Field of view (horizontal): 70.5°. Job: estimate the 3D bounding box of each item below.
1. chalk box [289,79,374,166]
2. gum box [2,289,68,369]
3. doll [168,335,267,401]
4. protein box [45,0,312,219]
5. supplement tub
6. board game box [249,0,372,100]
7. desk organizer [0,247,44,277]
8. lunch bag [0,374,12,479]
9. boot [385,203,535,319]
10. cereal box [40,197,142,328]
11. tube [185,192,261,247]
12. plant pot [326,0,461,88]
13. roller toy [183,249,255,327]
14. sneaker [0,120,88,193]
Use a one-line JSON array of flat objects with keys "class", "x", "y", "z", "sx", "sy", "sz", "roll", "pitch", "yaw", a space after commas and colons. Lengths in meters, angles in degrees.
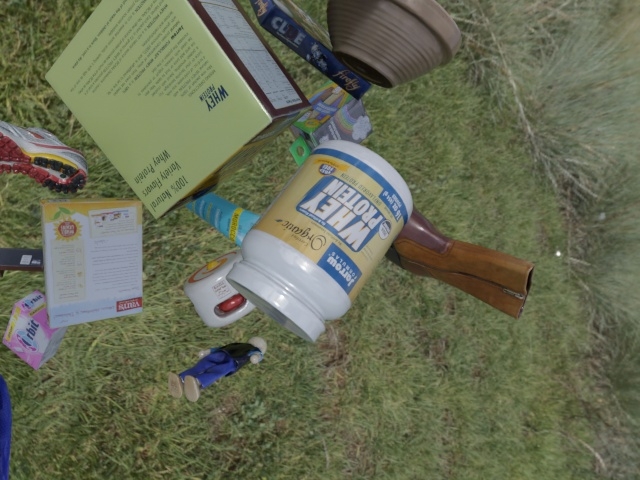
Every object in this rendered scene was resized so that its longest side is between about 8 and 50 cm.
[{"class": "chalk box", "x": 0.005, "y": -0.284, "z": 1.166, "sx": 0.213, "sy": 0.132, "sz": 0.132, "roll": -40, "pitch": 137, "yaw": -8}, {"class": "gum box", "x": -0.682, "y": 0.220, "z": 1.086, "sx": 0.107, "sy": 0.188, "sz": 0.062, "roll": 40, "pitch": 33, "yaw": -2}, {"class": "doll", "x": -0.158, "y": 0.199, "z": 0.748, "sx": 0.189, "sy": 0.129, "sz": 0.046, "roll": -17, "pitch": 102, "yaw": -54}, {"class": "protein box", "x": -0.159, "y": -0.174, "z": 0.534, "sx": 0.201, "sy": 0.199, "sz": 0.136, "roll": 54, "pitch": 26, "yaw": -7}, {"class": "supplement tub", "x": 0.000, "y": 0.000, "z": 0.524, "sx": 0.144, "sy": 0.144, "sz": 0.200, "roll": 44, "pitch": 71, "yaw": -26}, {"class": "board game box", "x": -0.021, "y": -0.378, "z": 0.844, "sx": 0.243, "sy": 0.042, "sz": 0.165, "roll": 23, "pitch": 34, "yaw": -40}, {"class": "desk organizer", "x": -0.661, "y": 0.049, "z": 0.972, "sx": 0.130, "sy": 0.050, "sz": 0.047, "roll": 3, "pitch": 52, "yaw": -17}, {"class": "lunch bag", "x": -0.375, "y": 0.081, "z": 0.236, "sx": 0.327, "sy": 0.239, "sz": 0.386, "roll": -8, "pitch": 91, "yaw": -21}, {"class": "boot", "x": 0.214, "y": 0.007, "z": 0.768, "sx": 0.096, "sy": 0.280, "sz": 0.264, "roll": -42, "pitch": 138, "yaw": -24}, {"class": "cereal box", "x": -0.440, "y": 0.039, "z": 0.884, "sx": 0.172, "sy": 0.047, "sz": 0.240, "roll": -5, "pitch": 107, "yaw": -40}, {"class": "tube", "x": -0.179, "y": -0.044, "z": 0.851, "sx": 0.052, "sy": 0.207, "sz": 0.080, "roll": -19, "pitch": 128, "yaw": -44}, {"class": "plant pot", "x": 0.097, "y": -0.324, "z": 0.733, "sx": 0.237, "sy": 0.237, "sz": 0.110, "roll": 22, "pitch": 101, "yaw": -36}, {"class": "roller toy", "x": -0.246, "y": 0.116, "z": 1.174, "sx": 0.146, "sy": 0.209, "sz": 0.191, "roll": 61, "pitch": 40, "yaw": -16}, {"class": "sneaker", "x": -0.536, "y": -0.164, "z": 0.812, "sx": 0.225, "sy": 0.088, "sz": 0.093, "roll": 28, "pitch": 30, "yaw": -34}]
